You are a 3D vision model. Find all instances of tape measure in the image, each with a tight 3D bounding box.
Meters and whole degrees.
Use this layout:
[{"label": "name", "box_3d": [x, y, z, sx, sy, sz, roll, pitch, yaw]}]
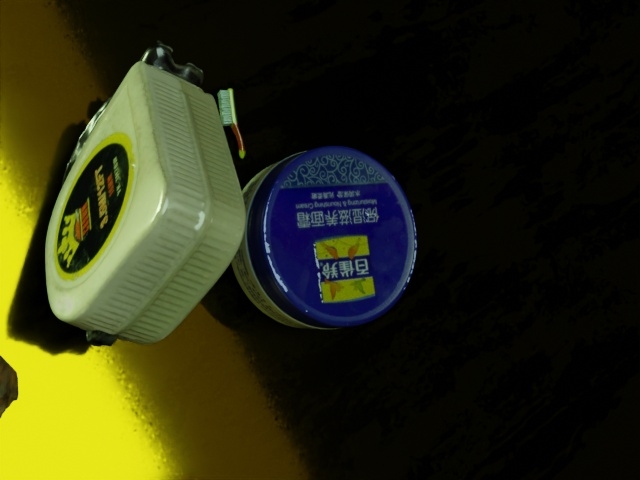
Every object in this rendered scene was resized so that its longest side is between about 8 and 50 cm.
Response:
[{"label": "tape measure", "box_3d": [-0.182, -0.030, 1.015, 0.133, 0.231, 0.271, 21, 34, -36]}]

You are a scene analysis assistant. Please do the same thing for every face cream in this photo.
[{"label": "face cream", "box_3d": [0.000, 0.000, 1.157, 0.206, 0.111, 0.205, 5, 80, -28]}]

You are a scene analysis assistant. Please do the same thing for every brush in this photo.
[{"label": "brush", "box_3d": [-0.104, -0.135, 1.175, 0.021, 0.019, 0.083, -12, 87, -20]}]

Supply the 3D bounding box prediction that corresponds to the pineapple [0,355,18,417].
[{"label": "pineapple", "box_3d": [-0.424, 0.198, 0.870, 0.169, 0.169, 0.340, 47, 71, -14]}]
